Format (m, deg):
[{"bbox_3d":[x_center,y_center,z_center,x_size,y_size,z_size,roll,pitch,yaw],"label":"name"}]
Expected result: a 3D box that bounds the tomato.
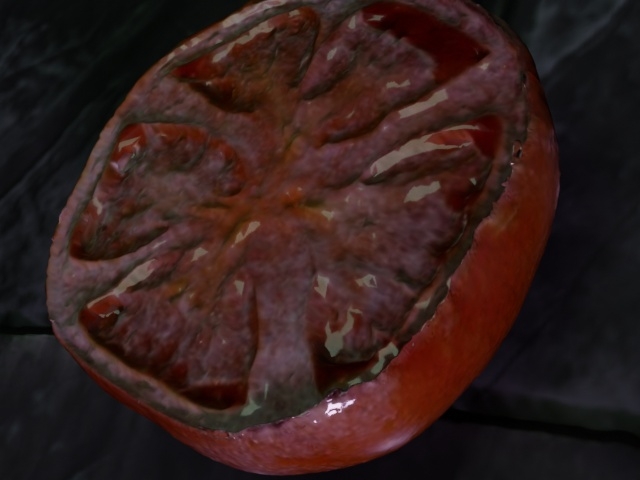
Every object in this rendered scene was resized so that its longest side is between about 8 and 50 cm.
[{"bbox_3d":[0.000,0.000,0.670,0.237,0.095,0.236,-16,51,21],"label":"tomato"}]
